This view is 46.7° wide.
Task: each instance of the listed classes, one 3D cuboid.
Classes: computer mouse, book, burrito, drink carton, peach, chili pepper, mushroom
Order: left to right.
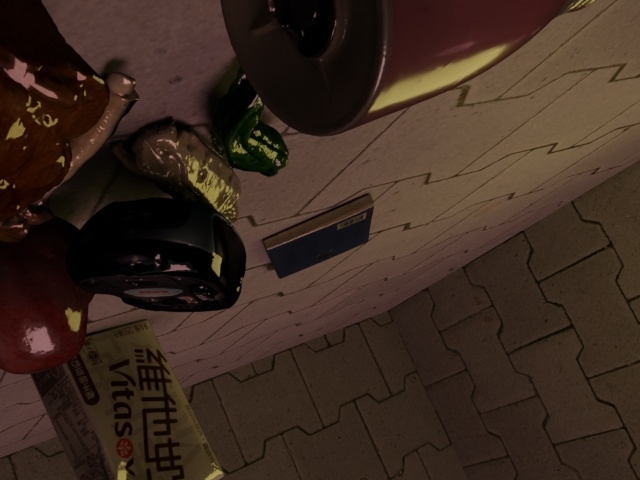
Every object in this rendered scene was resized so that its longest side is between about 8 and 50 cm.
[{"bbox_3d":[-0.277,0.044,0.693,0.152,0.152,0.152,-24,168,-5],"label":"peach"},{"bbox_3d":[-0.204,-0.068,0.570,0.187,0.061,0.060,-42,176,19],"label":"mushroom"},{"bbox_3d":[-0.335,0.313,1.281,0.194,0.324,0.132,-14,160,-48],"label":"drink carton"},{"bbox_3d":[-0.149,0.012,0.708,0.137,0.096,0.233,3,168,4],"label":"computer mouse"},{"bbox_3d":[-0.125,-0.061,0.739,0.058,0.063,0.229,13,171,19],"label":"burrito"},{"bbox_3d":[-0.064,-0.107,0.662,0.073,0.050,0.182,-15,164,-9],"label":"chili pepper"},{"bbox_3d":[0.000,0.000,1.303,0.191,0.025,0.269,-23,168,-3],"label":"book"}]

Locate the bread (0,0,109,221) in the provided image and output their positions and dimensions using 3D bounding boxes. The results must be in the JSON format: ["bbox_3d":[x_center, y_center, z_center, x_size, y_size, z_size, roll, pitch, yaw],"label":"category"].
[{"bbox_3d":[-0.234,-0.050,0.358,0.247,0.135,0.232,-29,167,19],"label":"bread"}]

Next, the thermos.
[{"bbox_3d":[0.079,-0.164,0.486,0.265,0.146,0.176,-23,163,-35],"label":"thermos"}]
